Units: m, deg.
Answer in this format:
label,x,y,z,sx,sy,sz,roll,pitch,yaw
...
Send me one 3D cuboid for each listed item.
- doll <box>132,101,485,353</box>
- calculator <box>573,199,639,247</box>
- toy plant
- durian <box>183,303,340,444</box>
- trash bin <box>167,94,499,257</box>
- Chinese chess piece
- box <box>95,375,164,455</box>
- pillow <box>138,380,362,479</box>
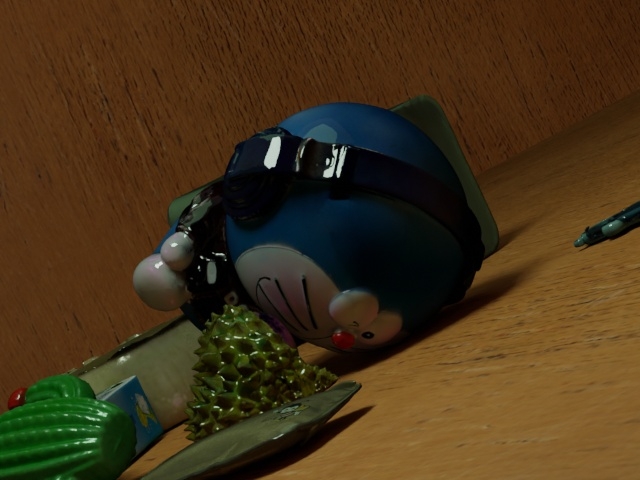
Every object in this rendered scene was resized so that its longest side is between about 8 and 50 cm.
label,x,y,z,sx,sy,sz,roll,pitch,yaw
doll,0.000,0.000,1.745,0.310,0.284,0.240,-18,50,48
calculator,0.296,-0.027,1.702,0.141,0.019,0.094,-27,1,34
toy plant,-0.266,0.190,1.711,0.240,0.088,0.154,12,61,52
durian,-0.082,0.116,1.645,0.119,0.108,0.187,-27,2,-22
trash bin,0.018,-0.018,2.185,0.343,0.223,0.158,-23,4,38
Chinese chess piece,-0.204,0.162,2.081,0.257,0.104,0.257,-26,2,1
box,-0.258,0.216,1.867,0.139,0.073,0.194,-26,2,16
pillow,-0.070,0.162,1.423,0.217,0.033,0.130,-25,2,38
